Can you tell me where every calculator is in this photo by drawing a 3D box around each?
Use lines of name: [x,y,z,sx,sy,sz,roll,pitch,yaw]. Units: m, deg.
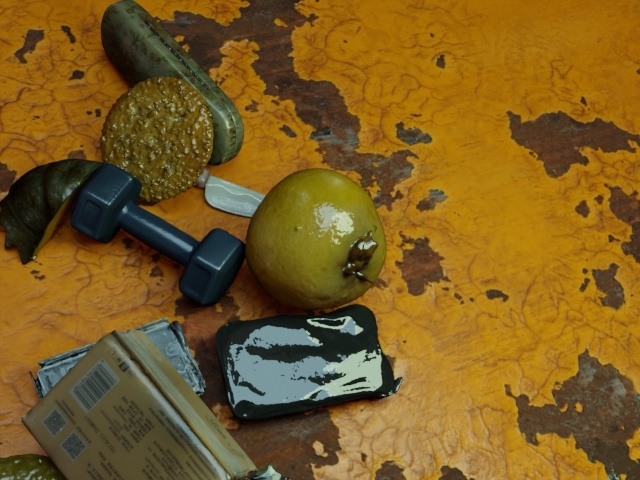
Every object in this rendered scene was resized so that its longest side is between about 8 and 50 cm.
calculator: [-0.349,0.244,1.617,0.274,0.028,0.165,-19,72,-26]

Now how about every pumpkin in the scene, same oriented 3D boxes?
pumpkin: [-0.517,-0.100,1.744,0.130,0.149,0.254,36,57,0]

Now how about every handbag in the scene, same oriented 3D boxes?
handbag: [-0.022,0.221,1.700,0.332,0.075,0.191,-6,60,-19]

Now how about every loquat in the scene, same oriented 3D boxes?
loquat: [0.000,0.000,1.719,0.275,0.275,0.274,6,57,-10]

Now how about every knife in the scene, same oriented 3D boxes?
knife: [-0.210,-0.106,1.885,0.336,0.043,0.081,22,61,-2]

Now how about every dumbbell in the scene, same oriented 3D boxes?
dumbbell: [-0.302,-0.010,1.738,0.325,0.144,0.160,29,58,6]

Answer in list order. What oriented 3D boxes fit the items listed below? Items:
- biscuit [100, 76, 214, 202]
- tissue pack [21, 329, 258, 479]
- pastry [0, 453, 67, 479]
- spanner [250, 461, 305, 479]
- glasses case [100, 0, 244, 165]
biscuit: [-0.326,-0.201,1.831,0.254,0.035,0.254,-2,85,19]
tissue pack: [-0.269,0.322,1.469,0.238,0.238,0.305,-34,71,-29]
pastry: [-0.476,0.455,1.419,0.235,0.132,0.240,12,49,3]
spanner: [-0.125,0.420,1.570,0.325,0.040,0.095,10,56,-6]
glasses case: [-0.312,-0.331,1.929,0.098,0.156,0.425,-30,69,-37]
